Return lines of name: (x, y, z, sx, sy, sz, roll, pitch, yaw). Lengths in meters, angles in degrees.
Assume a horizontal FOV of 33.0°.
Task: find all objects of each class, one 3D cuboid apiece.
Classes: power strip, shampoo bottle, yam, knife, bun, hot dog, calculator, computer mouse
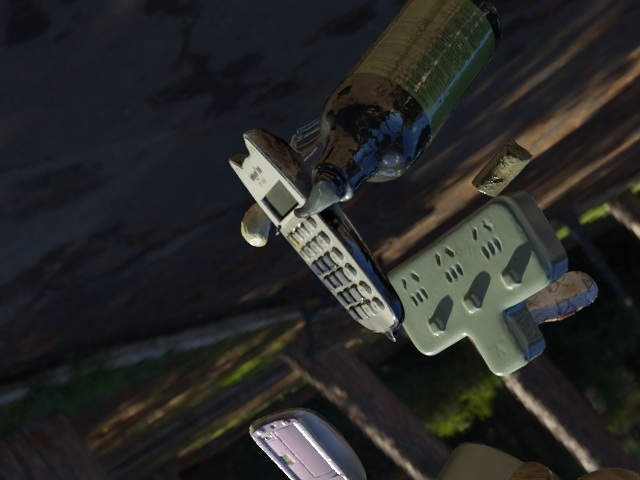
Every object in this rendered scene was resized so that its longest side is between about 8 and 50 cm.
power strip: (0.206, 0.073, 1.363, 0.059, 0.193, 0.265, -21, 167, -42)
shampoo bottle: (0.067, -0.128, 0.999, 0.284, 0.101, 0.101, -54, -176, -33)
yam: (0.242, -0.094, 1.450, 0.043, 0.043, 0.094, -25, 160, -49)
knife: (-0.027, -0.132, 1.649, 0.123, 0.053, 0.278, -33, -169, 27)
bun: (-0.118, -0.033, 1.992, 0.086, 0.055, 0.086, -166, -90, -85)
hot dog: (0.461, 0.115, 2.148, 0.192, 0.099, 0.053, -21, 138, -12)
calculator: (0.000, 0.000, 1.151, 0.040, 0.268, 0.177, -35, -179, -14)
computer mouse: (-0.019, 0.359, 1.820, 0.126, 0.245, 0.056, -25, -146, 21)

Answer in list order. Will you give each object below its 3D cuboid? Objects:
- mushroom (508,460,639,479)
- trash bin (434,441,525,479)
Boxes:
mushroom: (0.308, 0.348, 1.277, 0.207, 0.215, 0.207, -44, -164, 16)
trash bin: (0.260, 0.516, 1.854, 0.262, 0.217, 0.277, -50, -165, -32)
